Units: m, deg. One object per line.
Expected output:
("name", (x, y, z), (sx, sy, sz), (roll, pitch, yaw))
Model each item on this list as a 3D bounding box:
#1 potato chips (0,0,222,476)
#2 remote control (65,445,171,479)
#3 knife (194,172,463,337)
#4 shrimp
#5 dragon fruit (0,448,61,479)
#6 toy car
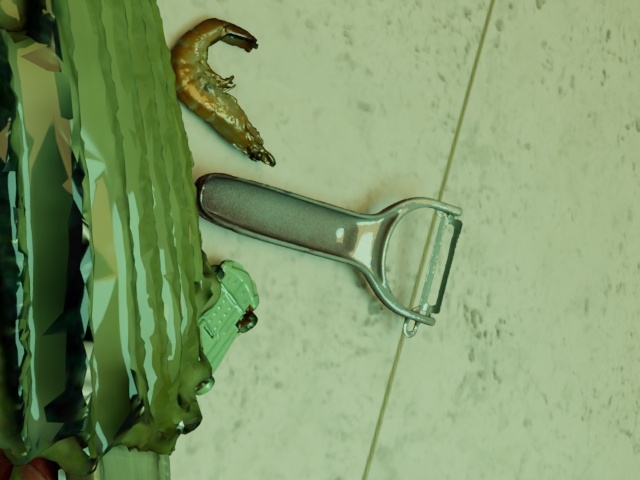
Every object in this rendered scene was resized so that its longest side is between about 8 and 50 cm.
("potato chips", (-0.133, -0.074, 0.727), (0.358, 0.070, 0.429), (-56, 140, -77))
("remote control", (-0.144, 0.052, 0.817), (0.123, 0.038, 0.285), (33, 48, -71))
("knife", (-0.002, 0.000, 1.009), (0.278, 0.053, 0.123), (16, 83, -38))
("shrimp", (-0.066, -0.116, 0.977), (0.127, 0.025, 0.091), (54, 54, -22))
("dragon fruit", (-0.207, 0.156, 0.772), (0.236, 0.135, 0.137), (-61, 137, -54))
("toy car", (-0.090, 0.066, 0.938), (0.059, 0.035, 0.122), (55, 47, -25))
